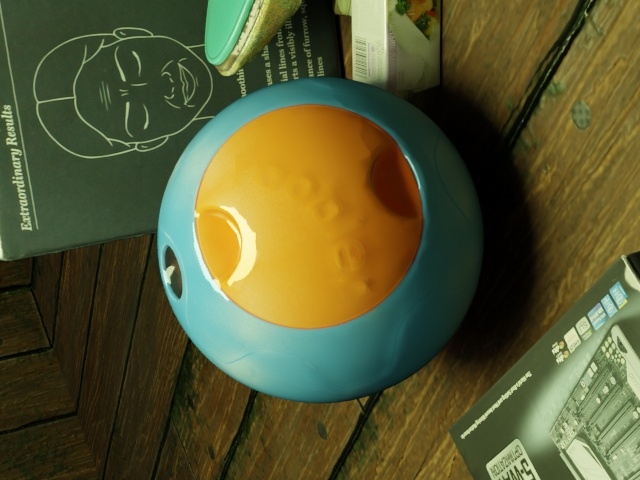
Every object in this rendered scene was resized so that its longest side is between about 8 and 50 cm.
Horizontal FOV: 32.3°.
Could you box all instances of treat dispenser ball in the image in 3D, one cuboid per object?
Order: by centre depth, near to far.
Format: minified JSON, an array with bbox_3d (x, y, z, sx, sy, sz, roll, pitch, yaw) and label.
[{"bbox_3d":[0.000,0.000,0.983,0.288,0.288,0.288,36,131,54],"label":"treat dispenser ball"}]

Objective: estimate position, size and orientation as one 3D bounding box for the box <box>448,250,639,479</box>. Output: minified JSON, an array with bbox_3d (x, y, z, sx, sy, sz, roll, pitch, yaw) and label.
[{"bbox_3d":[0.234,0.181,0.823,0.242,0.076,0.307,66,151,23],"label":"box"}]

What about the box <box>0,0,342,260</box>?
[{"bbox_3d":[-0.194,-0.165,1.182,0.212,0.395,0.294,12,111,62],"label":"box"}]

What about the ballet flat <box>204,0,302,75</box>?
[{"bbox_3d":[-0.027,-0.324,1.048,0.123,0.123,0.349,20,103,60],"label":"ballet flat"}]

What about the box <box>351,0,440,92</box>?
[{"bbox_3d":[0.066,-0.295,0.980,0.067,0.063,0.324,28,125,56],"label":"box"}]

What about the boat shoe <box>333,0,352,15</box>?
[{"bbox_3d":[0.048,-0.285,1.053,0.056,0.048,0.153,-90,11,-60],"label":"boat shoe"}]
